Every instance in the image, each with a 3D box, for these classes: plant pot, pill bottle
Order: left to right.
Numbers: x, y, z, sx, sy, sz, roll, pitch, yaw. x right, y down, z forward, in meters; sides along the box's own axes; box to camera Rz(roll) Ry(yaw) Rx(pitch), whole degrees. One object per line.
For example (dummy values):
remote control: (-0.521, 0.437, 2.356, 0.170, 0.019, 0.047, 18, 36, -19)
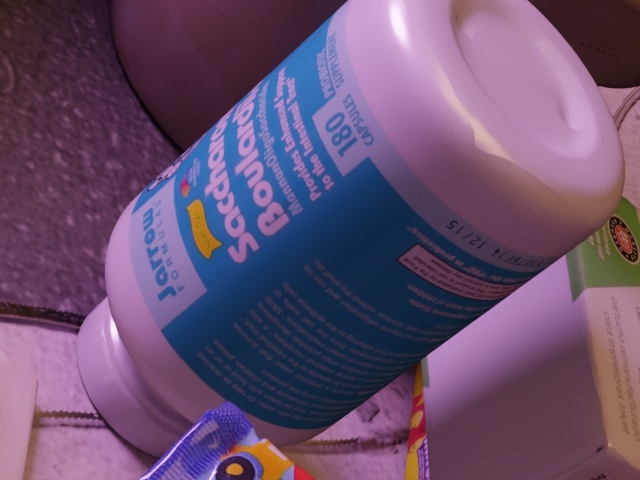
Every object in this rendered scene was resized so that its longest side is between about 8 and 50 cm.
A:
pill bottle: (0.000, 0.000, 0.795, 0.146, 0.264, 0.146, 32, 36, -27)
plant pot: (0.036, -0.170, 0.995, 0.323, 0.280, 0.323, 32, 36, -27)

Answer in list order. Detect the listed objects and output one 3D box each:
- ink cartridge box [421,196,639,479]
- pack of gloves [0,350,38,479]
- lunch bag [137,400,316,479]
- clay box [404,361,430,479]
ink cartridge box: (0.188, 0.112, 0.951, 0.278, 0.117, 0.201, 34, 37, -33)
pack of gloves: (-0.199, 0.104, 0.671, 0.195, 0.046, 0.232, 44, 30, -38)
lunch bag: (-0.032, 0.234, 0.504, 0.221, 0.293, 0.138, 39, 39, 10)
clay box: (0.107, 0.156, 0.967, 0.127, 0.053, 0.222, 38, 34, -22)
